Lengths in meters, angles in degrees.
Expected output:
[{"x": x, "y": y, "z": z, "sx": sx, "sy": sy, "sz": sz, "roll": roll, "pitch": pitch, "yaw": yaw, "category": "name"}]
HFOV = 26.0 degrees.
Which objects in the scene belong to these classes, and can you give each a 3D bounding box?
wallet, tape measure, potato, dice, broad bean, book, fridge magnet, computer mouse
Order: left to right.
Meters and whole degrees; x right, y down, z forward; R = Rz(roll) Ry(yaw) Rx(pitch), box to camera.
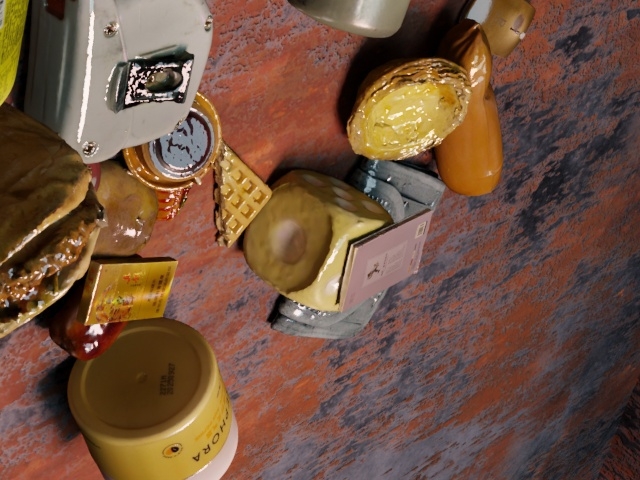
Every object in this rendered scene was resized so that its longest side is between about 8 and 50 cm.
[{"x": -0.291, "y": -0.016, "z": 1.812, "sx": 0.200, "sy": 0.081, "sz": 0.164, "roll": -16, "pitch": 134, "yaw": -42, "category": "potato"}, {"x": -0.298, "y": 0.085, "z": 1.899, "sx": 0.165, "sy": 0.084, "sz": 0.114, "roll": -54, "pitch": 173, "yaw": -7, "category": "broad bean"}, {"x": -0.236, "y": -0.220, "z": 1.632, "sx": 0.246, "sy": 0.125, "sz": 0.243, "roll": -21, "pitch": 137, "yaw": -40, "category": "tape measure"}, {"x": -0.192, "y": -0.133, "z": 1.815, "sx": 0.143, "sy": 0.063, "sz": 0.143, "roll": -10, "pitch": 110, "yaw": -29, "category": "fridge magnet"}, {"x": 0.000, "y": 0.000, "z": 2.128, "sx": 0.169, "sy": 0.169, "sz": 0.166, "roll": 4, "pitch": 119, "yaw": -55, "category": "dice"}, {"x": 0.070, "y": 0.022, "z": 2.346, "sx": 0.237, "sy": 0.075, "sz": 0.342, "roll": 14, "pitch": 110, "yaw": -54, "category": "wallet"}, {"x": 0.099, "y": 0.029, "z": 2.110, "sx": 0.181, "sy": 0.014, "sz": 0.127, "roll": -25, "pitch": 139, "yaw": -41, "category": "book"}, {"x": 0.298, "y": -0.359, "z": 2.287, "sx": 0.102, "sy": 0.045, "sz": 0.199, "roll": -57, "pitch": 149, "yaw": 11, "category": "computer mouse"}]

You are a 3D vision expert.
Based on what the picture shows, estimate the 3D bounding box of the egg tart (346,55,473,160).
[{"x": 0.131, "y": -0.212, "z": 2.129, "sx": 0.212, "sy": 0.090, "sz": 0.213, "roll": -13, "pitch": 143, "yaw": -10, "category": "egg tart"}]

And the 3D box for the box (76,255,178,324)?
[{"x": -0.256, "y": 0.066, "z": 1.851, "sx": 0.156, "sy": 0.022, "sz": 0.089, "roll": 0, "pitch": 109, "yaw": -57, "category": "box"}]

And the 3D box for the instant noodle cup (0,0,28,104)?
[{"x": -0.397, "y": -0.242, "z": 1.262, "sx": 0.311, "sy": 0.311, "sz": 0.222, "roll": -31, "pitch": 152, "yaw": -32, "category": "instant noodle cup"}]

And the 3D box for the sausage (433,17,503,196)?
[{"x": 0.235, "y": -0.221, "z": 2.262, "sx": 0.116, "sy": 0.134, "sz": 0.354, "roll": -5, "pitch": 139, "yaw": 5, "category": "sausage"}]

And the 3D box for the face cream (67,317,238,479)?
[{"x": -0.240, "y": 0.247, "z": 2.009, "sx": 0.218, "sy": 0.218, "sz": 0.179, "roll": -39, "pitch": 146, "yaw": -21, "category": "face cream"}]

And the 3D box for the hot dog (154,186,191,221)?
[{"x": -0.201, "y": -0.088, "z": 1.897, "sx": 0.062, "sy": 0.038, "sz": 0.144, "roll": -16, "pitch": 133, "yaw": -45, "category": "hot dog"}]

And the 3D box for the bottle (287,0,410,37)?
[{"x": 0.075, "y": -0.447, "z": 1.790, "sx": 0.168, "sy": 0.168, "sz": 0.347, "roll": -9, "pitch": 124, "yaw": -50, "category": "bottle"}]

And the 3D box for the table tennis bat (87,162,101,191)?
[{"x": -0.317, "y": -0.059, "z": 1.722, "sx": 0.098, "sy": 0.019, "sz": 0.155, "roll": -8, "pitch": 97, "yaw": -30, "category": "table tennis bat"}]

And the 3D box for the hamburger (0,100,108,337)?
[{"x": -0.371, "y": -0.022, "z": 1.496, "sx": 0.259, "sy": 0.283, "sz": 0.145, "roll": -33, "pitch": 135, "yaw": -18, "category": "hamburger"}]

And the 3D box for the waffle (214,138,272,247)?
[{"x": -0.147, "y": -0.071, "z": 2.001, "sx": 0.125, "sy": 0.032, "sz": 0.191, "roll": -49, "pitch": 147, "yaw": -1, "category": "waffle"}]
